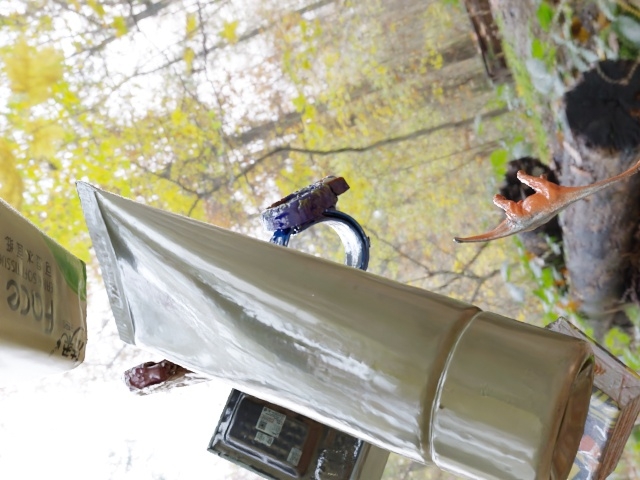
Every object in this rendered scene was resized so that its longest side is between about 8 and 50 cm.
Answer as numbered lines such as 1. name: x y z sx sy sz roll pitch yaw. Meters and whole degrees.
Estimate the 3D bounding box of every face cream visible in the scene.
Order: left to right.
1. face cream: -0.021 0.053 0.414 0.084 0.341 0.138 -40 -47 -44

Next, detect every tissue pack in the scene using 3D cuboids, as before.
1. tissue pack: -0.505 0.076 0.834 0.405 0.331 0.206 88 174 -72
2. tissue pack: 0.253 0.165 0.688 0.108 0.060 0.148 41 148 40

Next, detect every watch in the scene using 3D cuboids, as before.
1. watch: -0.005 0.003 1.238 0.171 0.196 0.200 -162 49 -79

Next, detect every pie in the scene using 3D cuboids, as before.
1. pie: -0.240 0.231 1.230 0.204 0.218 0.054 77 176 -76

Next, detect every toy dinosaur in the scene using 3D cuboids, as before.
1. toy dinosaur: 0.315 -0.061 0.955 0.055 0.279 0.101 44 -164 -37

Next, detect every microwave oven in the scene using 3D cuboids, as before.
1. microwave oven: -0.028 0.390 1.358 0.181 0.294 0.237 -67 -24 -12
